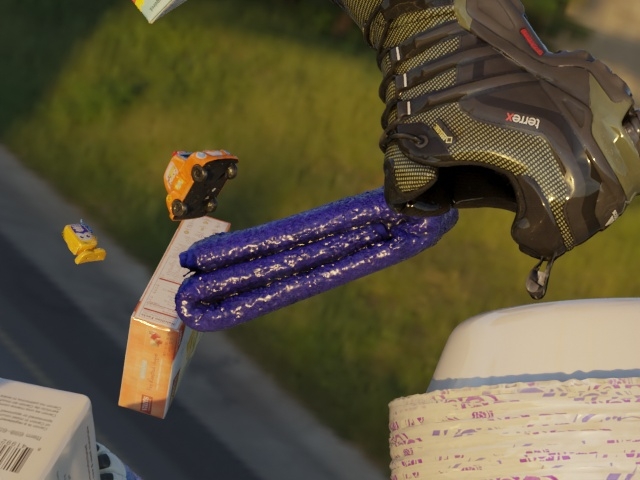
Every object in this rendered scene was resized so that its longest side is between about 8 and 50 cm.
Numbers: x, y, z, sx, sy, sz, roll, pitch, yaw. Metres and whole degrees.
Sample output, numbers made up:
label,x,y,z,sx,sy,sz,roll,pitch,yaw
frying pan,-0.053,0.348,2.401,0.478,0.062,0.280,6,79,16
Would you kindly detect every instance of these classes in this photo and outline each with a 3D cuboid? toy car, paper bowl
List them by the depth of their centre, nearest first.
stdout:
label,x,y,z,sx,sy,sz,roll,pitch,yaw
toy car,-0.115,-0.032,1.187,0.122,0.060,0.040,-21,58,-32
paper bowl,0.188,0.122,1.230,0.284,0.148,0.284,-1,-9,0

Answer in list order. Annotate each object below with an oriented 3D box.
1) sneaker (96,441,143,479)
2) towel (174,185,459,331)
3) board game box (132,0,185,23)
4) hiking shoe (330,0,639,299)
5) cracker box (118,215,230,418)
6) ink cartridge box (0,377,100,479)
label,x,y,z,sx,sy,sz,roll,pitch,yaw
sneaker,-0.299,0.325,1.816,0.147,0.330,0.130,40,30,-46
towel,0.000,0.000,1.523,0.228,0.076,0.308,-22,0,6
board game box,-0.139,-0.330,1.360,0.275,0.142,0.144,51,47,-1
hiking shoe,0.058,-0.074,0.899,0.227,0.114,0.086,41,-11,28
cracker box,-0.185,0.093,2.318,0.067,0.155,0.232,17,39,5
ink cartridge box,-0.313,0.227,1.381,0.197,0.114,0.273,10,38,15
